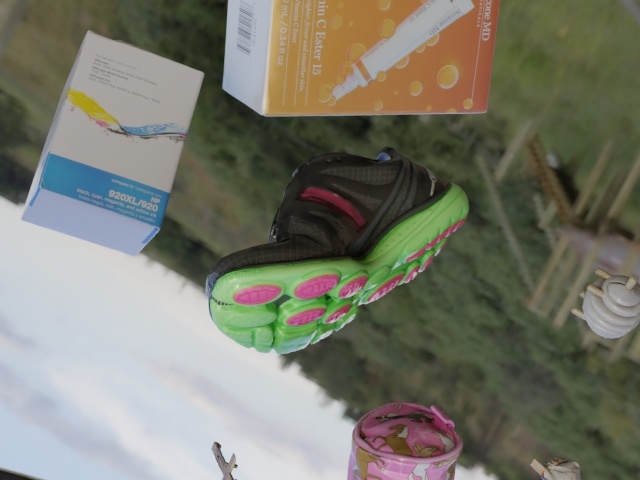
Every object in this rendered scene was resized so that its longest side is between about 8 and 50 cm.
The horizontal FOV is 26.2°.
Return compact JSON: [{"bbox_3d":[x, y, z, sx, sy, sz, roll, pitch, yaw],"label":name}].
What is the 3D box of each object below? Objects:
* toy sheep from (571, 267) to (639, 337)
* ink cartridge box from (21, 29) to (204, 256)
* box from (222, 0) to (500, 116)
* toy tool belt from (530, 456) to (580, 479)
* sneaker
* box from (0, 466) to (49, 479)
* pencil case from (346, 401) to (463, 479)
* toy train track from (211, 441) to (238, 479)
[{"bbox_3d":[0.399,0.086,1.871,0.091,0.091,0.132,29,148,6],"label":"toy sheep"},{"bbox_3d":[-0.278,-0.127,1.841,0.168,0.233,0.171,19,161,-14],"label":"ink cartridge box"},{"bbox_3d":[0.057,-0.295,1.910,0.345,0.215,0.168,-4,-160,-24],"label":"box"},{"bbox_3d":[0.251,0.271,1.475,0.051,0.083,0.052,9,-147,24],"label":"toy tool belt"},{"bbox_3d":[0.000,0.000,1.841,0.202,0.185,0.483,44,-142,16],"label":"sneaker"},{"bbox_3d":[-0.311,0.474,1.722,0.395,0.318,0.097,22,170,-27],"label":"box"},{"bbox_3d":[0.113,0.430,2.018,0.160,0.386,0.167,12,-154,17],"label":"pencil case"},{"bbox_3d":[-0.099,0.240,1.460,0.014,0.048,0.083,16,-163,-25],"label":"toy train track"}]
